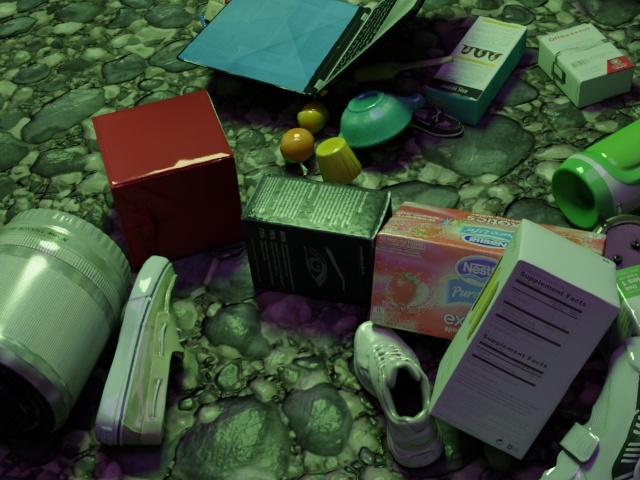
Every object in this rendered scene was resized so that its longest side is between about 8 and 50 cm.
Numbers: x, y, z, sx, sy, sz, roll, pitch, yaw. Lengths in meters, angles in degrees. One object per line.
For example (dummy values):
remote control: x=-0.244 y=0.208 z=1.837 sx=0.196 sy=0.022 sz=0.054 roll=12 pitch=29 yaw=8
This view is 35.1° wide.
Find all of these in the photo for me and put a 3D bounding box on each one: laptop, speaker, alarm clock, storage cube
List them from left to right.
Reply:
storage cube: x=-0.240 y=-0.098 z=1.619 sx=0.193 sy=0.183 sz=0.215 roll=-16 pitch=46 yaw=-11
laptop: x=0.007 y=-0.451 z=1.853 sx=0.236 sy=0.408 sz=0.382 roll=43 pitch=39 yaw=-13
alarm clock: x=0.459 y=0.042 z=1.465 sx=0.129 sy=0.064 sz=0.192 roll=-36 pitch=75 yaw=-9
speaker: x=0.513 y=-0.129 z=1.601 sx=0.296 sy=0.131 sz=0.131 roll=-28 pitch=49 yaw=-19

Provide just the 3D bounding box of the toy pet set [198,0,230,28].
toy pet set: x=-0.183 y=-0.442 z=2.050 sx=0.122 sy=0.065 sz=0.114 roll=27 pitch=20 yaw=25

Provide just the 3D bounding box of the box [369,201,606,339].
box: x=0.233 y=0.054 z=1.411 sx=0.300 sy=0.142 sz=0.154 roll=11 pitch=23 yaw=17

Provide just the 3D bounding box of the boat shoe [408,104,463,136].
boat shoe: x=0.193 y=-0.218 z=1.784 sx=0.125 sy=0.038 sz=0.046 roll=21 pitch=52 yaw=25

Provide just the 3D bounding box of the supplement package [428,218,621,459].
supplement package: x=0.253 y=0.122 z=1.264 sx=0.134 sy=0.244 sz=0.139 roll=26 pitch=25 yaw=2

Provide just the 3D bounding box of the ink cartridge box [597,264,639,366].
ink cartridge box: x=0.446 y=0.160 z=1.302 sx=0.093 sy=0.160 sz=0.219 roll=-12 pitch=45 yaw=-4

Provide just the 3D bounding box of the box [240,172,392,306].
box: x=0.000 y=0.000 z=1.518 sx=0.207 sy=0.153 sz=0.108 roll=10 pitch=47 yaw=14

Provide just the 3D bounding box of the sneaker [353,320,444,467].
sneaker: x=0.106 y=0.180 z=1.353 sx=0.090 sy=0.115 sz=0.232 roll=-17 pitch=46 yaw=-10

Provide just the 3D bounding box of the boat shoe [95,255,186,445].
boat shoe: x=-0.240 y=0.159 z=1.441 sx=0.094 sy=0.109 sz=0.302 roll=11 pitch=56 yaw=-3

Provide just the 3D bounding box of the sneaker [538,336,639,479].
sneaker: x=0.275 y=0.276 z=1.163 sx=0.210 sy=0.137 sz=0.365 roll=8 pitch=76 yaw=19

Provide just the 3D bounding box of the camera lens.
camera lens: x=-0.407 y=0.119 z=1.402 sx=0.219 sy=0.219 sz=0.274 roll=9 pitch=48 yaw=15

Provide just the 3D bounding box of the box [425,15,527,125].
box: x=0.288 y=-0.314 z=1.851 sx=0.100 sy=0.060 sz=0.244 roll=19 pitch=51 yaw=24

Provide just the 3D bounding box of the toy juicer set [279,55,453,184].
toy juicer set: x=0.069 y=-0.214 z=1.773 sx=0.209 sy=0.089 sz=0.329 roll=15 pitch=50 yaw=47

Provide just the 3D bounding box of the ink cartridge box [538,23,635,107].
ink cartridge box: x=0.478 y=-0.319 z=1.831 sx=0.109 sy=0.063 sz=0.150 roll=-18 pitch=46 yaw=-10
